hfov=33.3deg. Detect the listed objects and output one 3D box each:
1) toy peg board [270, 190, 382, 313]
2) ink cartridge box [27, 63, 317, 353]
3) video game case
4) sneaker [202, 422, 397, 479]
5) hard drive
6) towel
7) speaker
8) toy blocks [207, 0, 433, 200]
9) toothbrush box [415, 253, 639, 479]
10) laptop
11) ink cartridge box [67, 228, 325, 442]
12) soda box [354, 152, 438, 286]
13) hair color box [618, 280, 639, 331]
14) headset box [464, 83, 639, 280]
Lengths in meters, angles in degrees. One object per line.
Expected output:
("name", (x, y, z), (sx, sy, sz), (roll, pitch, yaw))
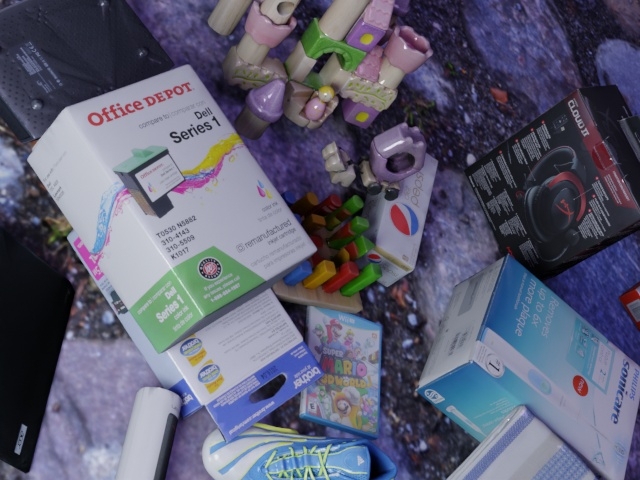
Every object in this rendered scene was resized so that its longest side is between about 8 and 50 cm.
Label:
("toy peg board", (0.000, 0.000, 1.427), (0.160, 0.079, 0.161), (14, 51, -42))
("ink cartridge box", (-0.170, -0.043, 1.239), (0.201, 0.117, 0.278), (-30, 84, -44))
("video game case", (0.029, 0.171, 1.420), (0.119, 0.015, 0.166), (22, 54, -26))
("sneaker", (-0.013, 0.254, 1.262), (0.240, 0.126, 0.091), (17, 56, -30))
("hard drive", (-0.321, -0.228, 1.352), (0.172, 0.054, 0.254), (52, 46, -2))
("towel", (0.290, 0.381, 1.416), (0.285, 0.034, 0.209), (45, 82, -7))
("speaker", (-0.193, 0.232, 1.186), (0.055, 0.055, 0.136), (27, 51, -23))
("toy blocks", (0.036, -0.277, 1.472), (0.288, 0.260, 0.309), (15, 42, -31))
("toothbrush box", (0.309, 0.203, 1.541), (0.295, 0.126, 0.216), (41, 47, -13))
("laptop", (-0.415, 0.094, 1.124), (0.264, 0.137, 0.234), (9, 56, -4))
("ink cartridge box", (-0.147, 0.080, 1.304), (0.185, 0.065, 0.311), (-30, 82, -44))
("soda box", (0.109, -0.044, 1.568), (0.073, 0.069, 0.216), (32, 50, -19))
("hair color box", (0.586, 0.097, 1.871), (0.141, 0.043, 0.072), (-25, 82, -42))
("headset box", (0.392, -0.088, 1.656), (0.110, 0.293, 0.218), (-12, 72, -41))
